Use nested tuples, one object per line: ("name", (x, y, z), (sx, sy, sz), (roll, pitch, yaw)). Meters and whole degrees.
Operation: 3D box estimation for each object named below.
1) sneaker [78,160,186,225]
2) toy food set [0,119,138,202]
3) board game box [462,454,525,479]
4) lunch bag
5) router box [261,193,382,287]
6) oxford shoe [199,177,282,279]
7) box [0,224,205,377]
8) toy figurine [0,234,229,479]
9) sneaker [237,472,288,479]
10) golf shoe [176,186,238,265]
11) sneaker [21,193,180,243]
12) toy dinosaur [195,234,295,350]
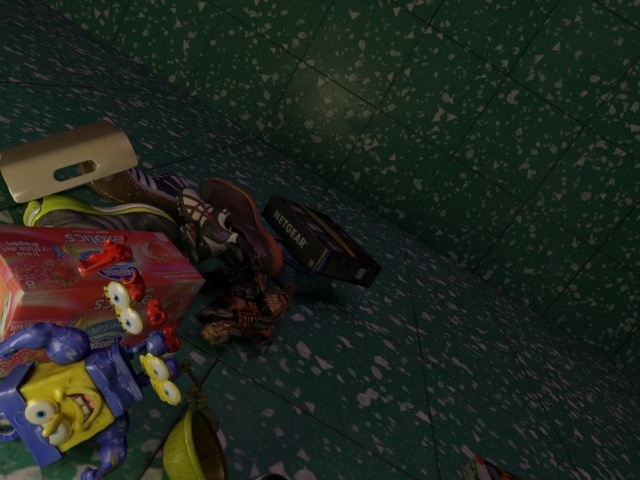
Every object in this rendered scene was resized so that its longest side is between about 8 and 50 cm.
("sneaker", (-0.470, -0.151, 1.216), (0.282, 0.099, 0.153), (34, 21, -19))
("toy food set", (-0.517, -0.163, 0.969), (0.219, 0.093, 0.306), (-25, 29, -24))
("board game box", (0.391, 0.563, 0.860), (0.192, 0.053, 0.305), (29, 18, -11))
("lunch bag", (-0.064, 0.068, 1.352), (0.176, 0.090, 0.218), (40, 18, 30))
("router box", (0.000, 0.000, 1.360), (0.242, 0.081, 0.309), (19, 19, -43))
("oxford shoe", (-0.239, -0.051, 1.249), (0.364, 0.130, 0.132), (48, 18, 28))
("box", (-0.352, 0.082, 0.718), (0.142, 0.154, 0.299), (42, 18, 25))
("toy figurine", (-0.279, 0.197, 0.587), (0.191, 0.217, 0.363), (37, -32, 65))
("sneaker", (-0.104, 0.392, 0.409), (0.122, 0.146, 0.331), (51, 29, -33))
("golf shoe", (-0.270, -0.042, 1.102), (0.120, 0.105, 0.273), (-13, 39, -15))
("sneaker", (-0.419, -0.005, 0.943), (0.299, 0.111, 0.121), (2, 41, -45))
("toy dinosaur", (-0.157, 0.130, 1.009), (0.218, 0.164, 0.322), (53, 4, 14))
